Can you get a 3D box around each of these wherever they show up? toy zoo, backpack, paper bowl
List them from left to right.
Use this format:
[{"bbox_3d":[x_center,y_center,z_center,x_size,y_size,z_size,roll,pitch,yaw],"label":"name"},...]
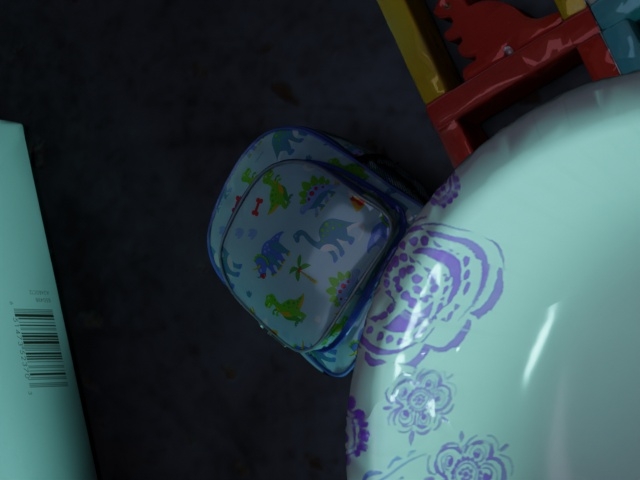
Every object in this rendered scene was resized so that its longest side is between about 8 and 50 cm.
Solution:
[{"bbox_3d":[0.000,0.000,0.849,0.114,0.084,0.105,38,103,29],"label":"backpack"},{"bbox_3d":[0.135,-0.098,0.808,0.192,0.030,0.293,-31,72,25],"label":"toy zoo"},{"bbox_3d":[0.161,0.079,0.637,0.284,0.148,0.284,2,93,34],"label":"paper bowl"}]

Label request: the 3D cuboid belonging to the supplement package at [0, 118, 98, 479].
[{"bbox_3d":[-0.247,0.071,0.916,0.145,0.204,0.262,-18,78,27],"label":"supplement package"}]
